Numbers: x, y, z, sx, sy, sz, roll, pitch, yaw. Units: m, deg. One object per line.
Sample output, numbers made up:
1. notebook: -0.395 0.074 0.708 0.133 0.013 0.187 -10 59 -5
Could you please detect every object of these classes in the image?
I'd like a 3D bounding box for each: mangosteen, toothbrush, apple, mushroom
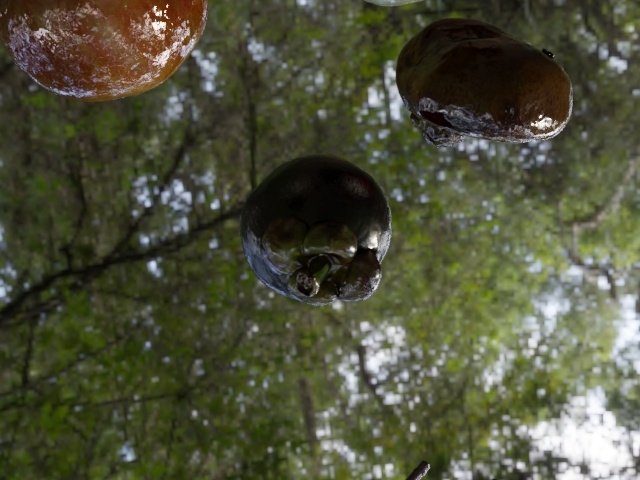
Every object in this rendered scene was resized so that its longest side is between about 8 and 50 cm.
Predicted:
1. mangosteen: 0.007 -0.011 2.158 0.297 0.297 0.313 -21 -138 -38
2. toothbrush: 0.061 0.493 1.860 0.029 0.024 0.354 35 -109 32
3. apple: -0.280 -0.320 1.527 0.301 0.302 0.301 -5 -161 2
4. mushroom: 0.293 -0.256 2.099 0.345 0.260 0.345 10 -153 -5

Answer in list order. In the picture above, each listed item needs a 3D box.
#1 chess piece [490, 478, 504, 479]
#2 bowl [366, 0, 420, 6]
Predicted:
1. chess piece: 0.349 0.457 1.715 0.243 0.133 0.133 22 -164 -9
2. bowl: 0.157 -0.516 2.017 0.277 0.145 0.277 -26 -141 23
